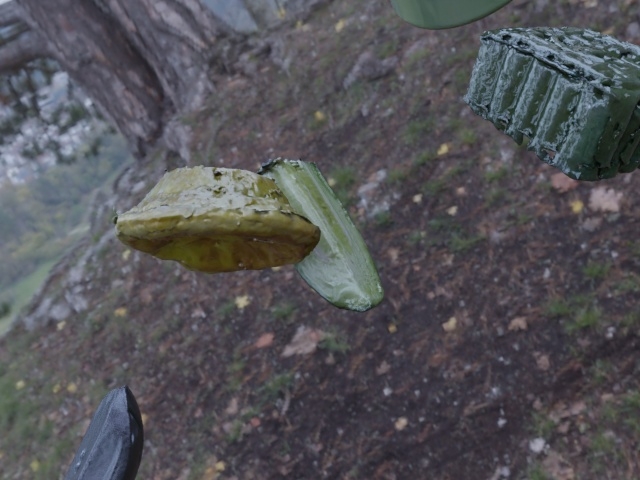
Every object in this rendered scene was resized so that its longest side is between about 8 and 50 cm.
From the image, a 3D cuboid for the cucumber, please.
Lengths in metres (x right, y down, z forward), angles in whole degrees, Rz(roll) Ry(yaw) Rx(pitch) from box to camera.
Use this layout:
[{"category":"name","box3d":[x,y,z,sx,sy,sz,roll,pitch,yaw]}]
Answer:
[{"category":"cucumber","box3d":[0.000,0.001,1.529,0.105,0.325,0.145,-40,-14,27]}]

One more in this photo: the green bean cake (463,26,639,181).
[{"category":"green bean cake","box3d":[0.353,-0.193,1.097,0.255,0.132,0.241,-10,36,-32]}]

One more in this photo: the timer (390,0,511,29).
[{"category":"timer","box3d":[0.186,-0.548,1.334,0.290,0.315,0.291,-18,50,22]}]

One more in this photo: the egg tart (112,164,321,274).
[{"category":"egg tart","box3d":[-0.165,-0.037,1.351,0.341,0.132,0.341,2,-14,0]}]

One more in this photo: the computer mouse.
[{"category":"computer mouse","box3d":[-0.267,0.286,1.017,0.217,0.073,0.122,-66,17,-16]}]
